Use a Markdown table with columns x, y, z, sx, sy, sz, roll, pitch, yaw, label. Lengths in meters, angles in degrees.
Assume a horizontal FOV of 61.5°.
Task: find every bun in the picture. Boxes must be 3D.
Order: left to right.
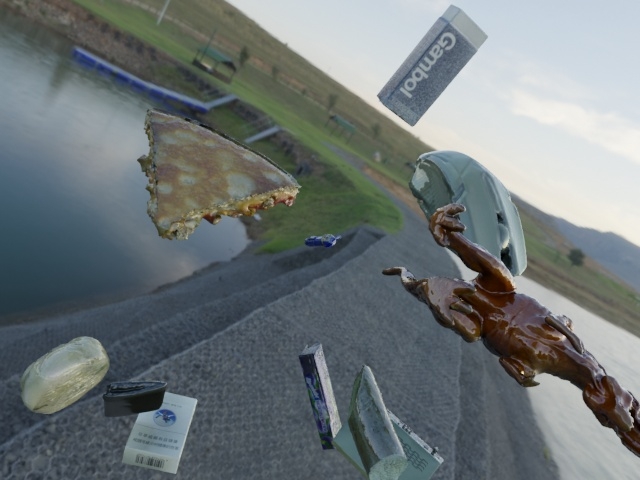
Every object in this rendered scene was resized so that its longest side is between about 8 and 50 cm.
| x | y | z | sx | sy | sz | roll | pitch | yaw | label |
| --- | --- | --- | --- | --- | --- | --- | --- | --- | --- |
| -0.632 | 0.322 | 1.322 | 0.116 | 0.210 | 0.237 | 47 | -27 | 13 | bun |

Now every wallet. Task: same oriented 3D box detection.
| x | y | z | sx | sy | sz | roll | pitch | yaw | label |
| --- | --- | --- | --- | --- | --- | --- | --- | --- | --- |
| -0.536 | 0.456 | 1.545 | 0.168 | 0.245 | 0.052 | -1 | 58 | -23 | wallet |

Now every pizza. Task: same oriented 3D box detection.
| x | y | z | sx | sy | sz | roll | pitch | yaw | label |
| --- | --- | --- | --- | --- | --- | --- | --- | --- | --- |
| -0.297 | -0.128 | 1.256 | 0.439 | 0.130 | 0.406 | 26 | 42 | 3 | pizza |

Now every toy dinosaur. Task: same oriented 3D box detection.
| x | y | z | sx | sy | sz | roll | pitch | yaw | label |
| --- | --- | --- | --- | --- | --- | --- | --- | --- | --- |
| 0.158 | 0.056 | 0.583 | 0.208 | 0.097 | 0.432 | 45 | -2 | -37 | toy dinosaur |

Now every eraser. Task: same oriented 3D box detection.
| x | y | z | sx | sy | sz | roll | pitch | yaw | label |
| --- | --- | --- | --- | --- | --- | --- | --- | --- | --- |
| 0.209 | -0.326 | 1.016 | 0.091 | 0.212 | 0.046 | 28 | 23 | -32 | eraser |

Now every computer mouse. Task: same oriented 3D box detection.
| x | y | z | sx | sy | sz | roll | pitch | yaw | label |
| --- | --- | --- | --- | --- | --- | --- | --- | --- | --- |
| 0.380 | -0.096 | 1.353 | 0.228 | 0.145 | 0.429 | 4 | 49 | -30 | computer mouse |

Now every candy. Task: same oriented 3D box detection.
| x | y | z | sx | sy | sz | roll | pitch | yaw | label |
| --- | --- | --- | --- | --- | --- | --- | --- | --- | --- |
| 0.003 | 0.467 | 1.616 | 0.061 | 0.313 | 0.088 | -10 | 9 | 19 | candy |

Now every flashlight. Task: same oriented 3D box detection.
| x | y | z | sx | sy | sz | roll | pitch | yaw | label |
| --- | --- | --- | --- | --- | --- | --- | --- | --- | --- |
| 0.000 | 0.000 | 1.472 | 0.121 | 0.057 | 0.036 | -1 | -57 | 49 | flashlight |

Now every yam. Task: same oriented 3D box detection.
| x | y | z | sx | sy | sz | roll | pitch | yaw | label |
| --- | --- | --- | --- | --- | --- | --- | --- | --- | --- |
| 0.112 | 0.408 | 1.218 | 0.106 | 0.106 | 0.259 | 23 | 26 | -32 | yam |

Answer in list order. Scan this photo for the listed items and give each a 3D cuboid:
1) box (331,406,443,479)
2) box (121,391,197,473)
| x | y | z | sx | sy | sz | roll | pitch | yaw | label |
| --- | --- | --- | --- | --- | --- | --- | --- | --- | --- |
| 0.182 | 0.579 | 1.487 | 0.270 | 0.211 | 0.045 | 36 | 11 | 25 | box |
| -0.498 | 0.591 | 1.687 | 0.164 | 0.069 | 0.256 | 16 | 24 | -7 | box |
